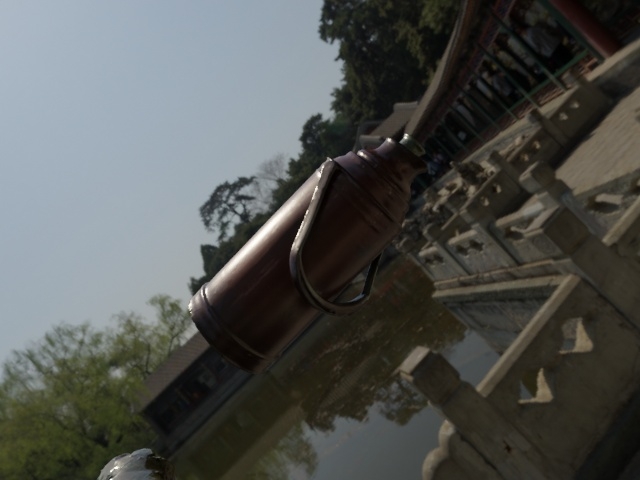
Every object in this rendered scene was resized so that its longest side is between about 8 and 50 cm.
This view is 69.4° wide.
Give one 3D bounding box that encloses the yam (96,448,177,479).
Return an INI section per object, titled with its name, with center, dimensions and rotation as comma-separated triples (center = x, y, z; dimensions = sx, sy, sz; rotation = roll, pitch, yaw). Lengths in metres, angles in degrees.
[yam]
center = -0.093, 0.187, 0.208
dimensions = 0.061, 0.061, 0.253
rotation = -44, 16, -6

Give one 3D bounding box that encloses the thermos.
[thermos]
center = -0.002, -0.002, 0.400
dimensions = 0.232, 0.099, 0.124
rotation = -47, 42, 6
